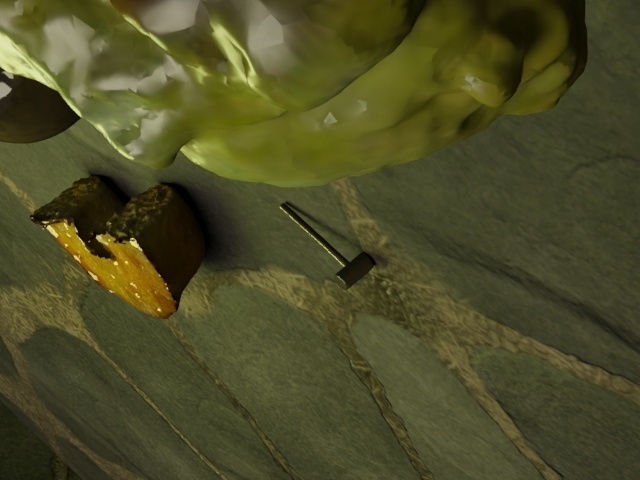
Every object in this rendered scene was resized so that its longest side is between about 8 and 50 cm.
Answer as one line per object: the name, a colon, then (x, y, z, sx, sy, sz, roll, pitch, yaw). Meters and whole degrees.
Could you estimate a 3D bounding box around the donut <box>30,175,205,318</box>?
donut: (-0.212, 0.012, 1.571, 0.259, 0.101, 0.152, 10, 142, 50)

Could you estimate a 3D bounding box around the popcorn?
popcorn: (-0.002, -0.172, 0.688, 0.312, 0.312, 0.312, 34, 156, 18)

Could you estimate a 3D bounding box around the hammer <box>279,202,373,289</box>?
hammer: (0.000, 0.000, 1.313, 0.110, 0.035, 0.019, 43, 159, 19)

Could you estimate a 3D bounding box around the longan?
longan: (-0.285, -0.176, 1.296, 0.187, 0.167, 0.167, -29, 110, 38)
